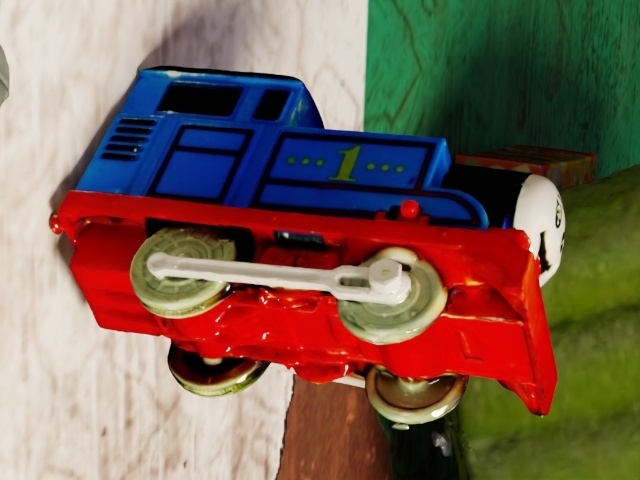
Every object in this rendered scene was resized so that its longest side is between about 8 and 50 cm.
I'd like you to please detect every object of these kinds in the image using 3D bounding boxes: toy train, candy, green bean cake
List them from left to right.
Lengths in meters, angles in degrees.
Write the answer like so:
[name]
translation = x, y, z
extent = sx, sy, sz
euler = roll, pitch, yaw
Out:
[toy train]
translation = 0.000, 0.000, 0.702
extent = 0.083, 0.204, 0.131
euler = 73, 32, -46
[candy]
translation = 0.136, -0.039, 1.141
extent = 0.122, 0.062, 0.038
euler = -12, 109, -63
[green bean cake]
translation = 0.197, 0.130, 1.036
extent = 0.335, 0.218, 0.319
euler = 6, 67, -61

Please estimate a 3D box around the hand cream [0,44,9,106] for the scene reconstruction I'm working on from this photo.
[hand cream]
translation = -0.177, 0.045, 0.526
extent = 0.124, 0.077, 0.341
euler = 59, 39, -54
